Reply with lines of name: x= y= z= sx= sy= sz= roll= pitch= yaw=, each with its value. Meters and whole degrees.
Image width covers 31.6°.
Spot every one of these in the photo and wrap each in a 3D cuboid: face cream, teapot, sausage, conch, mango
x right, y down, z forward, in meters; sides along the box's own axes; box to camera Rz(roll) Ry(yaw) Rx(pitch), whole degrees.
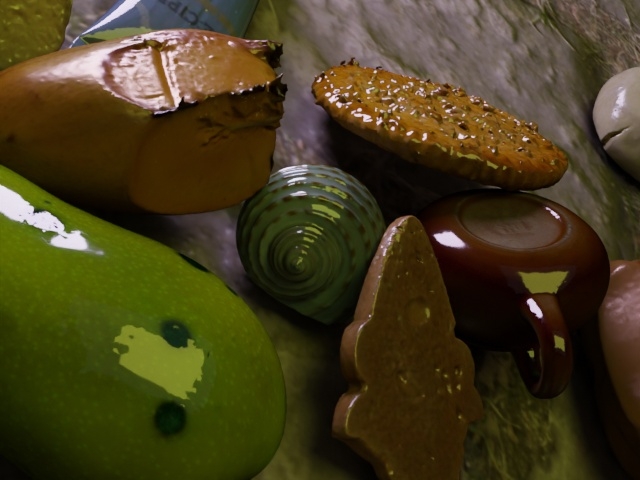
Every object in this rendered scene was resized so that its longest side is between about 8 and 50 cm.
face cream: x=-0.100 y=-0.234 z=1.025 sx=0.135 sy=0.086 sz=0.385 roll=38 pitch=44 yaw=-18
teapot: x=0.161 y=0.048 z=0.965 sx=0.178 sy=0.135 sz=0.252 roll=-5 pitch=34 yaw=-8
sausage: x=0.311 y=0.123 z=1.044 sx=0.136 sy=0.120 sz=0.241 roll=52 pitch=25 yaw=-51
conch: x=0.004 y=-0.001 z=0.903 sx=0.135 sy=0.102 sz=0.153 roll=58 pitch=38 yaw=-10
mango: x=-0.152 y=0.053 z=0.687 sx=0.293 sy=0.143 sz=0.175 roll=37 pitch=37 yaw=5
mango: x=-0.137 y=-0.082 z=0.807 sx=0.252 sy=0.126 sz=0.154 roll=-9 pitch=32 yaw=-31

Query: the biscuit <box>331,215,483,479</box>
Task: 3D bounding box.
biscuit: x=0.066 y=0.103 z=0.860 sx=0.162 sy=0.035 sz=0.250 roll=16 pitch=69 yaw=-47

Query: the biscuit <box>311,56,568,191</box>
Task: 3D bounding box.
biscuit: x=0.115 y=-0.112 z=1.061 sx=0.254 sy=0.035 sz=0.254 roll=18 pitch=21 yaw=-7

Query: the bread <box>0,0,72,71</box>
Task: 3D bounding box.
bread: x=-0.269 y=-0.199 z=0.859 sx=0.147 sy=0.127 sz=0.152 roll=15 pitch=81 yaw=-35

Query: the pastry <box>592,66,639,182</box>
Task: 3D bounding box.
pastry: x=0.405 y=-0.139 z=1.381 sx=0.156 sy=0.092 sz=0.156 roll=17 pitch=47 yaw=-20
